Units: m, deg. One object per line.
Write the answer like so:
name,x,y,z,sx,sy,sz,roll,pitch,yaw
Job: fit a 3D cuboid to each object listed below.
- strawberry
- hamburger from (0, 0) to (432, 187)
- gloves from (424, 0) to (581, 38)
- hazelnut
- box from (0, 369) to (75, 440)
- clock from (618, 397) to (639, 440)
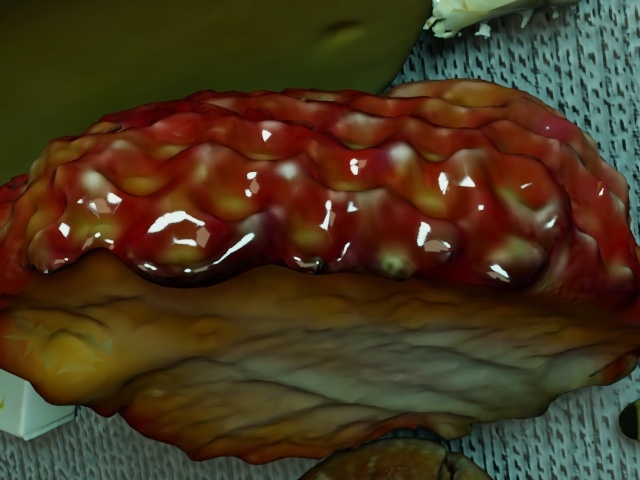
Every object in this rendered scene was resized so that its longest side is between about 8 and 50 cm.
strawberry,0.000,0.000,0.578,0.265,0.336,0.149,-30,58,41
hamburger,-0.150,-0.162,0.596,0.396,0.396,0.277,-34,75,28
gloves,0.090,-0.188,0.644,0.114,0.070,0.153,-8,88,37
hazelnut,0.037,0.182,0.688,0.154,0.143,0.143,-2,97,14
box,-0.319,-0.005,0.889,0.343,0.065,0.200,16,106,25
clock,0.255,0.057,0.596,0.232,0.069,0.170,-1,97,29
